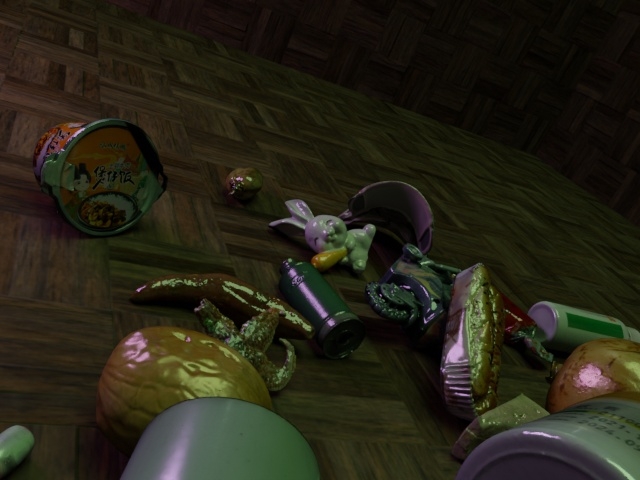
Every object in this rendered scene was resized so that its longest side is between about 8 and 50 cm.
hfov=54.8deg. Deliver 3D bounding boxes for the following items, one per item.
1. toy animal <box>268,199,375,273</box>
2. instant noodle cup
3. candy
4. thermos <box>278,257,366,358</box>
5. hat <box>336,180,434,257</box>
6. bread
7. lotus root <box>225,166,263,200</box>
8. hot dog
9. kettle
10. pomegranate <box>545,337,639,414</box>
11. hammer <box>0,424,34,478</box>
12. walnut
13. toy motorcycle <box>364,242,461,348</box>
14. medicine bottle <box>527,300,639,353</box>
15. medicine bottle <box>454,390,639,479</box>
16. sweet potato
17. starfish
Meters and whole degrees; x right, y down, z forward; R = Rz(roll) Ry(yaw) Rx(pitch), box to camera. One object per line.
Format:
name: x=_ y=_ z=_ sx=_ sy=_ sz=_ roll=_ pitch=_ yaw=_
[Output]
toy animal: x=0.000 y=0.000 z=1.167 sx=0.181 sy=0.131 sz=0.127 roll=24 pitch=-10 yaw=-21
instant noodle cup: x=-0.353 y=-0.110 z=0.941 sx=0.125 sy=0.178 sz=0.208 roll=24 pitch=-2 yaw=34
candy: x=0.347 y=0.138 z=1.223 sx=0.086 sy=0.059 sz=0.292 roll=3 pitch=32 yaw=-44
thermos: x=-0.005 y=0.093 z=0.951 sx=0.083 sy=0.073 sz=0.188 roll=5 pitch=30 yaw=-36
hat: x=0.159 y=-0.060 z=1.298 sx=0.219 sy=0.226 sz=0.164 roll=31 pitch=44 yaw=8
bread: x=0.262 y=0.275 z=0.824 sx=0.152 sy=0.077 sz=0.105 roll=-6 pitch=36 yaw=-48
lotus root: x=-0.155 y=-0.117 z=1.263 sx=0.072 sy=0.063 sz=0.152 roll=8 pitch=21 yaw=9
hot dog: x=0.238 y=0.154 z=0.946 sx=0.144 sy=0.075 sz=0.268 roll=58 pitch=34 yaw=-39
kettle: x=-0.073 y=0.267 z=0.433 sx=0.221 sy=0.161 sz=0.236 roll=52 pitch=18 yaw=-16
pomegranate: x=0.430 y=0.249 z=0.909 sx=0.215 sy=0.215 sz=0.215 roll=21 pitch=23 yaw=-9
hammer: x=-0.298 y=0.175 z=0.541 sx=0.083 sy=0.031 sz=0.052 roll=21 pitch=19 yaw=7
walnut: x=-0.131 y=0.159 z=0.598 sx=0.180 sy=0.144 sz=0.144 roll=29 pitch=23 yaw=-2
toy motorcycle: x=0.180 y=0.102 z=1.090 sx=0.173 sy=0.108 sz=0.307 roll=39 pitch=25 yaw=11
medicine bottle: x=0.544 y=0.191 z=1.262 sx=0.260 sy=0.095 sz=0.095 roll=14 pitch=25 yaw=-22
medicine bottle: x=0.286 y=0.285 z=0.616 sx=0.232 sy=0.238 sz=0.238 roll=2 pitch=32 yaw=-42
sweet potato: x=-0.130 y=0.086 z=0.865 sx=0.255 sy=0.058 sz=0.078 roll=17 pitch=45 yaw=-9
starfish: x=-0.107 y=0.138 z=0.765 sx=0.150 sy=0.053 sz=0.209 roll=53 pitch=40 yaw=-4
